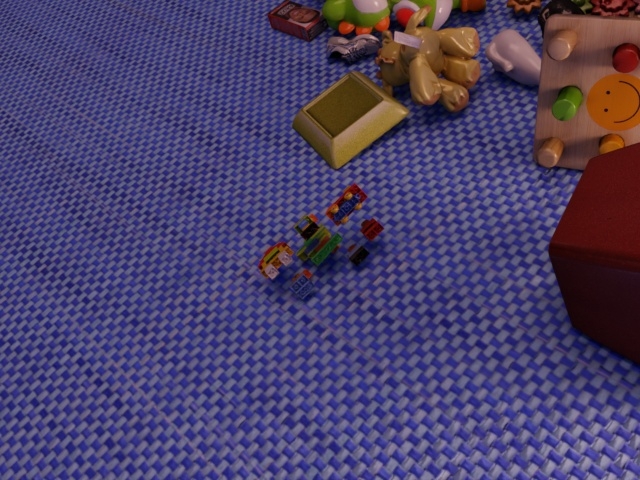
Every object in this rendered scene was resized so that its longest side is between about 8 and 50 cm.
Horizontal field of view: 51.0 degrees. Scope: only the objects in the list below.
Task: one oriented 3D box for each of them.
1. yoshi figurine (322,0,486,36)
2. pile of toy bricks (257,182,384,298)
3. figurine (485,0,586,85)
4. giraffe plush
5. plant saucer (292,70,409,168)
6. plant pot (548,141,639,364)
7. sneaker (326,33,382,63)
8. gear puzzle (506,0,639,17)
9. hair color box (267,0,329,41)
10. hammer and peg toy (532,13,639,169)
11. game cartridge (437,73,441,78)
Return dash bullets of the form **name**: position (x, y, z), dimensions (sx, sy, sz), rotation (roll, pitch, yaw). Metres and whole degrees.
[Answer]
- **yoshi figurine**: position (0.179, -0.579, 1.505), dimensions (0.363, 0.203, 0.203), rotation (-6, 34, 17)
- **pile of toy bricks**: position (0.000, 0.000, 1.134), dimensions (0.212, 0.118, 0.105), rotation (-44, 21, 1)
- **figurine**: position (0.460, -0.351, 1.280), dimensions (0.215, 0.092, 0.209), rotation (-33, 53, -9)
- **giraffe plush**: position (0.186, -0.346, 1.322), dimensions (0.170, 0.210, 0.181), rotation (10, 76, 64)
- **plant saucer**: position (0.049, -0.256, 1.336), dimensions (0.188, 0.045, 0.188), rotation (-38, 50, -2)
- **plant pot**: position (0.454, 0.018, 0.868), dimensions (0.236, 0.267, 0.267), rotation (8, 53, 41)
- **sneaker**: position (0.073, -0.418, 1.490), dimensions (0.135, 0.052, 0.058), rotation (3, 62, 30)
- **gear puzzle**: position (0.556, -0.526, 1.385), dimensions (0.339, 0.044, 0.175), rotation (4, 72, 21)
- **hair color box**: position (-0.055, -0.535, 1.628), dimensions (0.141, 0.043, 0.072), rotation (31, 65, 35)
- **hammer and peg toy**: position (0.473, -0.264, 1.021), dimensions (0.266, 0.361, 0.127), rotation (14, 36, 26)
- **game cartridge**: position (0.227, -0.366, 1.411), dimensions (0.083, 0.017, 0.056), rotation (28, 68, 34)
